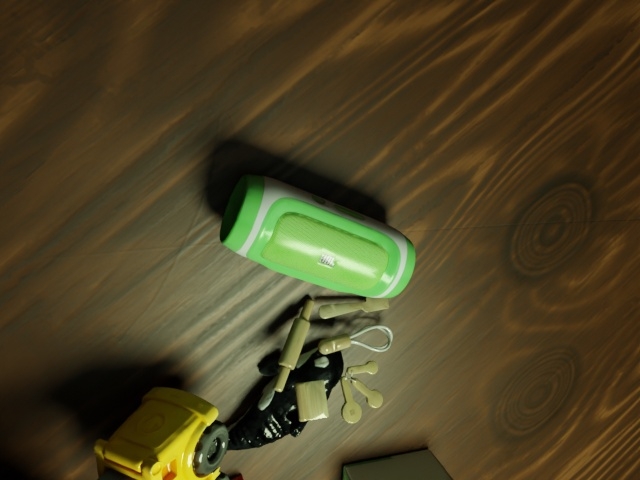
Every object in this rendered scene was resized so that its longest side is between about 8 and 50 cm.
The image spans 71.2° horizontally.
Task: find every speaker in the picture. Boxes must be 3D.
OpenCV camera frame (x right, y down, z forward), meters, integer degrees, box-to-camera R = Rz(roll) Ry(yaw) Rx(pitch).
[{"bbox_3d":[0.000,0.000,0.706,0.296,0.131,0.131,20,97,-23],"label":"speaker"}]

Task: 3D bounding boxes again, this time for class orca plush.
[{"bbox_3d":[-0.071,0.295,0.774,0.287,0.102,0.151,-23,111,-12],"label":"orca plush"}]

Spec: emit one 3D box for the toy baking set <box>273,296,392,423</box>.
[{"bbox_3d":[0.031,0.193,0.782,0.196,0.030,0.257,23,64,-14],"label":"toy baking set"}]

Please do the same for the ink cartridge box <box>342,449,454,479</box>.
[{"bbox_3d":[0.149,0.609,0.924,0.210,0.121,0.290,-1,105,-19],"label":"ink cartridge box"}]

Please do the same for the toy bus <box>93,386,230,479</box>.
[{"bbox_3d":[-0.247,0.367,0.655,0.149,0.211,0.221,7,108,21],"label":"toy bus"}]

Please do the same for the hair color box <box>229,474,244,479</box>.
[{"bbox_3d":[-0.198,0.498,0.818,0.141,0.043,0.072,-19,110,-14],"label":"hair color box"}]
